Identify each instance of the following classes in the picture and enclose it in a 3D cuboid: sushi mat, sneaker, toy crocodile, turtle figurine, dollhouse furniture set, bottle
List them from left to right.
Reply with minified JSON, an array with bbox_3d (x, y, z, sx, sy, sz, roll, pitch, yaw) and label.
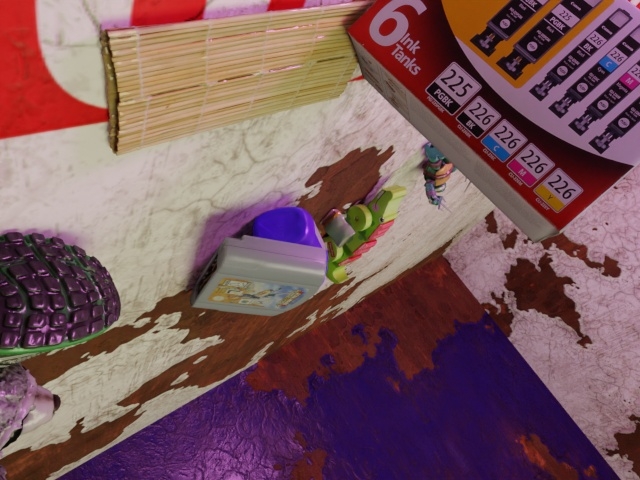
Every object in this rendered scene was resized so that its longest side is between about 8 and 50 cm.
[{"bbox_3d":[-0.381,0.083,0.478,0.344,0.134,0.146,-6,155,-44],"label":"sneaker"},{"bbox_3d":[-0.070,-0.181,0.506,0.317,0.019,0.151,-26,160,-33],"label":"sushi mat"},{"bbox_3d":[-0.045,0.033,0.947,0.118,0.092,0.283,-11,155,8],"label":"bottle"},{"bbox_3d":[0.000,0.000,1.073,0.059,0.076,0.151,-13,154,-49],"label":"dollhouse furniture set"},{"bbox_3d":[0.101,-0.013,1.187,0.115,0.105,0.340,-17,156,-48],"label":"toy crocodile"},{"bbox_3d":[0.305,-0.164,1.157,0.175,0.118,0.234,-47,152,-15],"label":"turtle figurine"}]

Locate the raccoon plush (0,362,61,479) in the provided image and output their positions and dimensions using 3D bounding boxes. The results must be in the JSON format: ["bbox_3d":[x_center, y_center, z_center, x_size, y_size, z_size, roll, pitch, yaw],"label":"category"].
[{"bbox_3d":[-0.541,0.262,0.517,0.447,0.216,0.299,-19,149,-45],"label":"raccoon plush"}]

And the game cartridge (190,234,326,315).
[{"bbox_3d":[-0.114,0.078,0.867,0.198,0.062,0.297,14,152,-20],"label":"game cartridge"}]

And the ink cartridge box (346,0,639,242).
[{"bbox_3d":[0.236,-0.203,0.518,0.272,0.309,0.130,-44,167,6],"label":"ink cartridge box"}]
